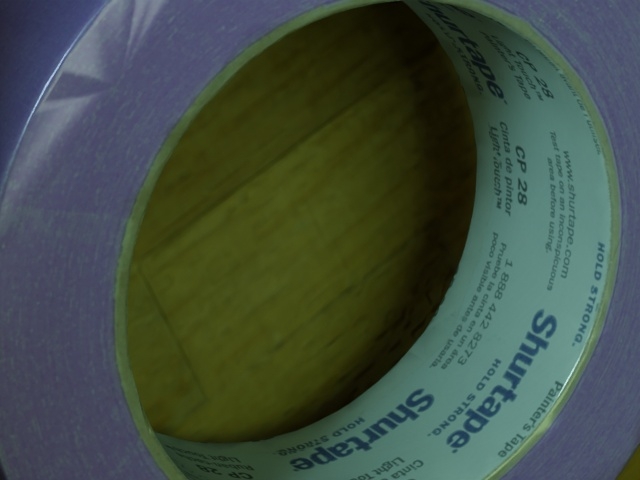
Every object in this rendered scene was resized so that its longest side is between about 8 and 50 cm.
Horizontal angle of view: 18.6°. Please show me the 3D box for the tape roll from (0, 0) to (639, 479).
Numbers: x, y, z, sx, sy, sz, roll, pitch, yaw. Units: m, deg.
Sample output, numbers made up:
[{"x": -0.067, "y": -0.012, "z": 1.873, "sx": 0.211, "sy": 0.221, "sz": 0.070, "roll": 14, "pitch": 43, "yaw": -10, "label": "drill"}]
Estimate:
[{"x": 0.000, "y": 0.000, "z": 0.666, "sx": 0.275, "sy": 0.090, "sz": 0.274, "roll": -9, "pitch": 110, "yaw": -28, "label": "tape roll"}]
